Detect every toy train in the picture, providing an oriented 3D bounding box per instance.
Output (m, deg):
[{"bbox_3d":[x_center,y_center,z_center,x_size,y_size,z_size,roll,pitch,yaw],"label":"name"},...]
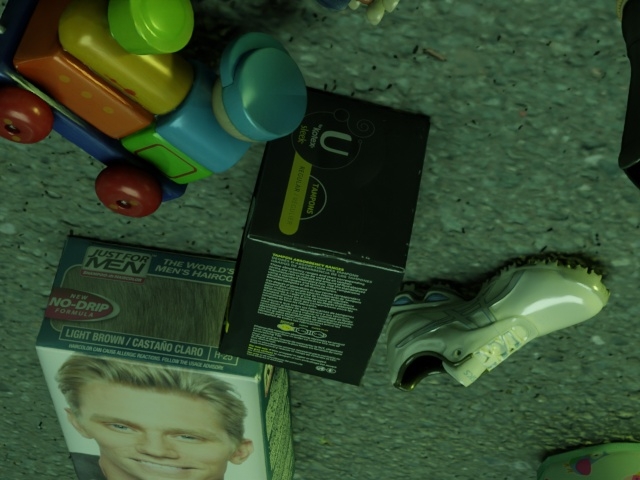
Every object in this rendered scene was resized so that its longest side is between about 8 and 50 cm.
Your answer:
[{"bbox_3d":[-0.133,-0.119,0.922,0.143,0.105,0.248,-14,140,45],"label":"toy train"}]

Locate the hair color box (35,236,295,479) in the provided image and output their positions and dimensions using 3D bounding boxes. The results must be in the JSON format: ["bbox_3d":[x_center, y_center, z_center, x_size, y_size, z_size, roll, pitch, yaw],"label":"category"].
[{"bbox_3d":[-0.117,0.143,1.333,0.174,0.105,0.347,7,147,6],"label":"hair color box"}]

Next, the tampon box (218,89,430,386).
[{"bbox_3d":[0.000,0.000,1.060,0.101,0.120,0.161,13,147,-3],"label":"tampon box"}]

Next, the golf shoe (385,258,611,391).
[{"bbox_3d":[0.125,0.069,1.159,0.176,0.086,0.069,-16,137,34],"label":"golf shoe"}]

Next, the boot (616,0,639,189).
[{"bbox_3d":[0.232,-0.052,0.891,0.198,0.137,0.077,28,144,-24],"label":"boot"}]

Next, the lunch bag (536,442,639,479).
[{"bbox_3d":[0.289,0.282,1.303,0.262,0.223,0.160,3,139,14],"label":"lunch bag"}]

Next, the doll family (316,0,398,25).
[{"bbox_3d":[-0.004,-0.171,0.846,0.111,0.076,0.193,17,150,-17],"label":"doll family"}]
